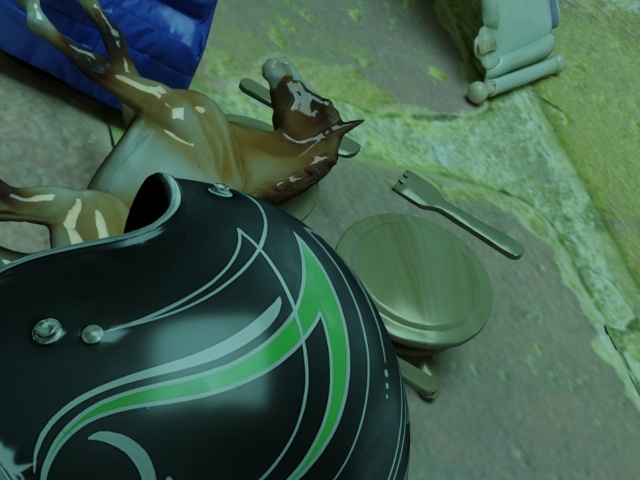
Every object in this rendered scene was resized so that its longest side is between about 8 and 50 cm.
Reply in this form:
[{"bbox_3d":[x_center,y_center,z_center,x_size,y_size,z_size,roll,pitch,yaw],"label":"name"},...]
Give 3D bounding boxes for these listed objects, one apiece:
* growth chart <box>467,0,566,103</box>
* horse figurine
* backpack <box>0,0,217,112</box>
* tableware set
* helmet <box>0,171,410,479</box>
[{"bbox_3d":[0.147,-0.230,0.928,0.172,0.021,0.237,-17,101,-52],"label":"growth chart"},{"bbox_3d":[-0.099,-0.029,0.551,0.174,0.066,0.263,44,43,-14],"label":"horse figurine"},{"bbox_3d":[-0.118,-0.137,0.666,0.120,0.101,0.098,21,30,-11],"label":"backpack"},{"bbox_3d":[0.000,0.000,0.649,0.194,0.039,0.128,32,46,9],"label":"tableware set"},{"bbox_3d":[-0.048,0.064,0.428,0.162,0.169,0.169,-27,65,-33],"label":"helmet"}]
